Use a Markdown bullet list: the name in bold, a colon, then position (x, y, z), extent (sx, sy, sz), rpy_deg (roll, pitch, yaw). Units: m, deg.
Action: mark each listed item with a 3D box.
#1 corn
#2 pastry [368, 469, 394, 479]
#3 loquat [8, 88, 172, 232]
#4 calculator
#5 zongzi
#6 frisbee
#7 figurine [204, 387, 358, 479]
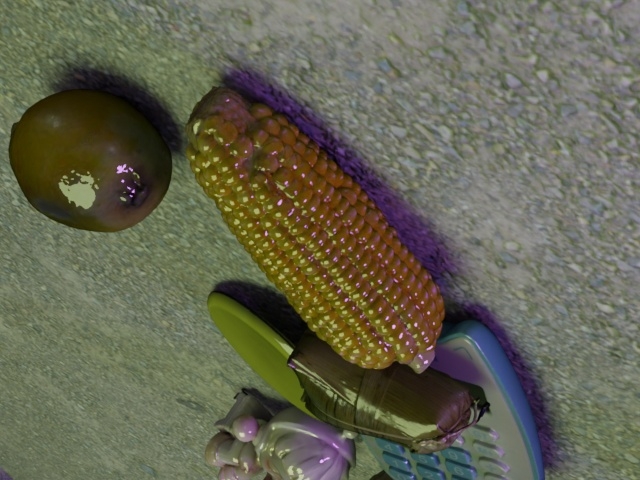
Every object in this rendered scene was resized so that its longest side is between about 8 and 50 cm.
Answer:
- **corn**: position (0.000, 0.000, 1.136), extent (0.347, 0.130, 0.130), rpy_deg (49, 149, -22)
- **pastry**: position (0.195, 0.420, 1.623), extent (0.330, 0.136, 0.329), rpy_deg (23, 151, 14)
- **loquat**: position (-0.245, -0.085, 1.245), extent (0.195, 0.152, 0.152), rpy_deg (24, 153, 33)
- **calculator**: position (0.135, 0.204, 1.374), extent (0.256, 0.054, 0.386), rpy_deg (13, 138, 34)
- **zongzi**: position (0.070, 0.186, 1.288), extent (0.205, 0.094, 0.204), rpy_deg (26, 150, 17)
- **frisbee**: position (-0.059, 0.152, 1.513), extent (0.236, 0.017, 0.236), rpy_deg (40, 162, 16)
- **figurine**: position (-0.036, 0.292, 1.677), extent (0.257, 0.144, 0.182), rpy_deg (-2, 117, 52)
